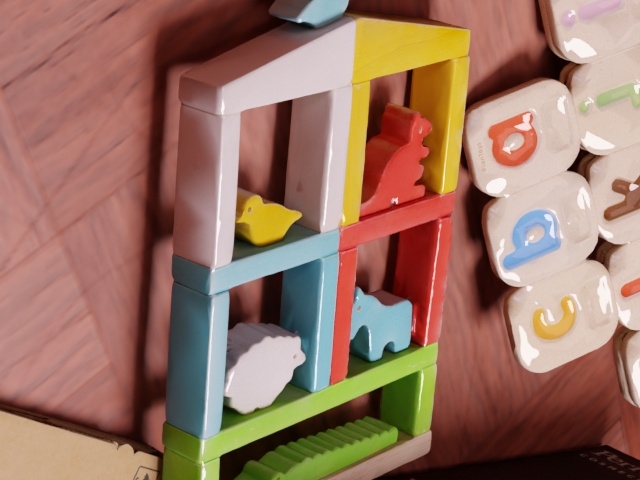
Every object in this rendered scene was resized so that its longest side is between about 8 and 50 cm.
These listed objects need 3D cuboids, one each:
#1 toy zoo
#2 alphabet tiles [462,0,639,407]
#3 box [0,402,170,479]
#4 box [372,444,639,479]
[{"bbox_3d":[0.000,0.000,0.992,0.192,0.030,0.293,-17,120,-47],"label":"toy zoo"},{"bbox_3d":[0.215,-0.045,1.151,0.278,0.021,0.284,-23,113,-19],"label":"alphabet tiles"},{"bbox_3d":[-0.169,0.175,0.923,0.164,0.021,0.201,25,90,-50],"label":"box"},{"bbox_3d":[0.112,0.227,1.120,0.381,0.191,0.143,1,108,-48],"label":"box"}]
